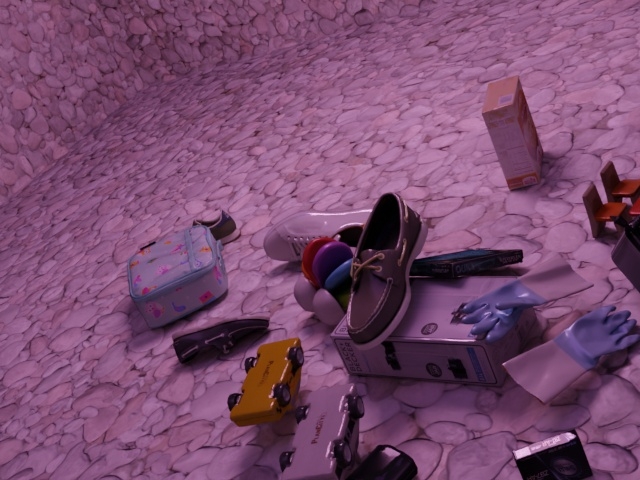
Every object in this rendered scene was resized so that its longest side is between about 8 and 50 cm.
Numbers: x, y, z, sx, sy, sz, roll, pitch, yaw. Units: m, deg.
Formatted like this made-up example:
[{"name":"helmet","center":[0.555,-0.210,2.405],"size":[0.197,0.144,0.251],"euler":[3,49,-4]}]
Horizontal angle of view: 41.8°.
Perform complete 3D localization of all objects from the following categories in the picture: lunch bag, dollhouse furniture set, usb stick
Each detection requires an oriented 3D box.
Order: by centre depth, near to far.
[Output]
[{"name":"usb stick","center":[0.023,0.380,1.114],"size":[0.077,0.045,0.278],"euler":[17,48,45]},{"name":"dollhouse furniture set","center":[0.603,-0.113,1.395],"size":[0.262,0.135,0.259],"euler":[5,40,46]},{"name":"lunch bag","center":[-0.324,0.069,1.921],"size":[0.224,0.108,0.279],"euler":[-27,26,-2]}]

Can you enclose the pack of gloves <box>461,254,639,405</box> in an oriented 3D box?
[{"name":"pack of gloves","center":[0.336,0.109,1.214],"size":[0.232,0.046,0.195],"euler":[-25,48,-26]}]

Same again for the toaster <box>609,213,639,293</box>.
[{"name":"toaster","center":[0.526,0.013,1.197],"size":[0.168,0.110,0.185],"euler":[-31,68,-11]}]

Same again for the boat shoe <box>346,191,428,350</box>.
[{"name":"boat shoe","center":[0.096,0.044,1.377],"size":[0.109,0.091,0.305],"euler":[-16,35,35]}]

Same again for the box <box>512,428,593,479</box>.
[{"name":"box","center":[0.288,0.277,1.041],"size":[0.083,0.067,0.018],"euler":[-21,25,7]}]

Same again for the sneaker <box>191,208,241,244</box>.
[{"name":"sneaker","center":[-0.301,-0.015,2.079],"size":[0.192,0.086,0.064],"euler":[-24,26,5]}]

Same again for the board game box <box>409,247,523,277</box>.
[{"name":"board game box","center":[0.245,0.038,1.455],"size":[0.186,0.026,0.126],"euler":[-9,5,-39]}]

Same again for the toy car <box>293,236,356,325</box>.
[{"name":"toy car","center":[0.029,0.059,1.564],"size":[0.159,0.136,0.182],"euler":[-34,27,-16]}]

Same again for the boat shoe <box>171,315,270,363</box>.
[{"name":"boat shoe","center":[-0.193,0.195,1.653],"size":[0.206,0.075,0.065],"euler":[-14,71,12]}]

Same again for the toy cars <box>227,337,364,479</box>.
[{"name":"toy cars","center":[-0.032,0.275,1.299],"size":[0.176,0.087,0.394],"euler":[-33,25,-14]}]

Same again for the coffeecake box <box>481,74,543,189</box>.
[{"name":"coffeecake box","center":[0.397,-0.221,1.721],"size":[0.068,0.185,0.142],"euler":[-13,29,25]}]

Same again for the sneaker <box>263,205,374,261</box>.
[{"name":"sneaker","center":[0.000,0.000,1.759],"size":[0.290,0.106,0.123],"euler":[-13,26,22]}]

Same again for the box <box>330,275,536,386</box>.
[{"name":"box","center":[0.180,0.141,1.363],"size":[0.290,0.087,0.169],"euler":[-2,34,40]}]
